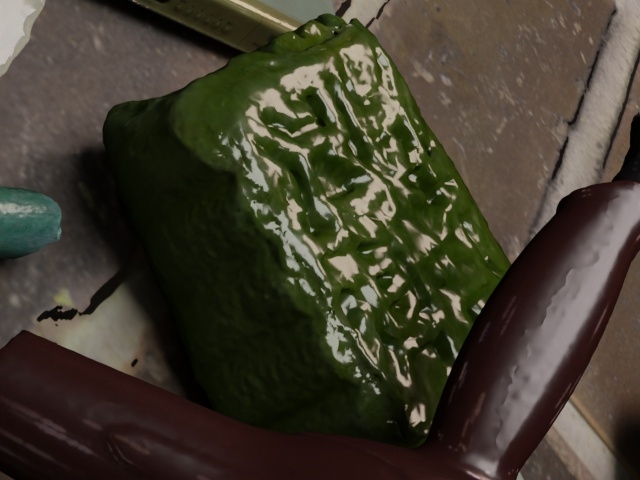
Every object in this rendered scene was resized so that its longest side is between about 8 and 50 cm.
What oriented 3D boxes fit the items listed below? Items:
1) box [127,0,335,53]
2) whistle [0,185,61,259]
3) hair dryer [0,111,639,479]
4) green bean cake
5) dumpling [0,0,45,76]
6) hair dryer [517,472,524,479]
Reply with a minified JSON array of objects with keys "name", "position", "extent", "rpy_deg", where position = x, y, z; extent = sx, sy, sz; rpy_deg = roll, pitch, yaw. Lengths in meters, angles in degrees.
[{"name":"box","position":[-0.103,-0.230,0.889],"extent":[0.270,0.045,0.211],"rpy_deg":[17,52,-45]},{"name":"whistle","position":[-0.198,-0.011,0.606],"extent":[0.186,0.039,0.039],"rpy_deg":[5,61,-51]},{"name":"hair dryer","position":[0.047,0.044,0.637],"extent":[0.312,0.123,0.340],"rpy_deg":[32,70,-1]},{"name":"green bean cake","position":[0.000,0.000,0.773],"extent":[0.248,0.125,0.222],"rpy_deg":[57,34,-3]},{"name":"dumpling","position":[-0.240,-0.127,0.588],"extent":[0.216,0.126,0.166],"rpy_deg":[27,71,-58]},{"name":"hair dryer","position":[0.141,0.178,0.896],"extent":[0.155,0.044,0.183],"rpy_deg":[12,53,-50]}]
